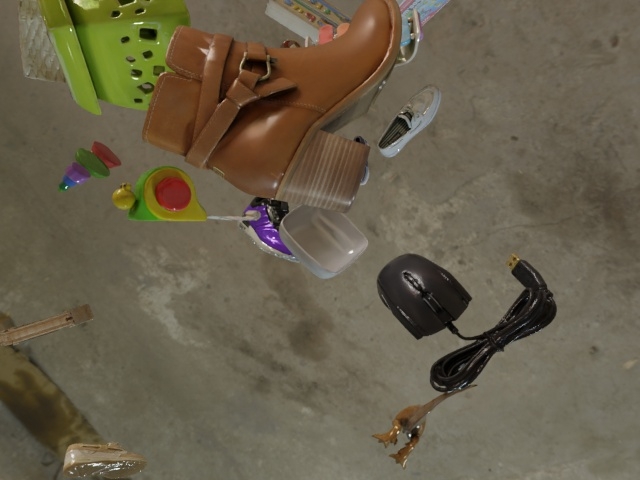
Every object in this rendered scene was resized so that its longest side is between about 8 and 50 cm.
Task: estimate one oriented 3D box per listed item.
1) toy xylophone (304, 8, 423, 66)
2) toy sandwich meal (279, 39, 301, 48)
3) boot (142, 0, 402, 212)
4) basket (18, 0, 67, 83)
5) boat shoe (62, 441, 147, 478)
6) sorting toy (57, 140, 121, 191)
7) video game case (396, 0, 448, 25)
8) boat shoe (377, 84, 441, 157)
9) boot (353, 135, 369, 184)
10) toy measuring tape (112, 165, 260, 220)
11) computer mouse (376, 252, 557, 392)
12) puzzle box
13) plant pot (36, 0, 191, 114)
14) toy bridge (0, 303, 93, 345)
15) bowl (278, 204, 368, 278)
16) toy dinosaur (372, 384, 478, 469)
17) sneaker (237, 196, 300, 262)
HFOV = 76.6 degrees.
[{"bbox_3d":[0.110,-0.544,1.106,0.323,0.236,0.081,-14,147,9],"label":"toy xylophone"},{"bbox_3d":[-0.096,-0.594,1.275,0.086,0.029,0.085,0,91,13],"label":"toy sandwich meal"},{"bbox_3d":[-0.042,-0.180,0.440,0.220,0.109,0.283,18,78,-6],"label":"boot"},{"bbox_3d":[-0.574,-0.426,0.882,0.113,0.103,0.167,4,113,-18],"label":"basket"},{"bbox_3d":[-0.430,0.439,0.822,0.063,0.059,0.170,-43,137,7],"label":"boat shoe"},{"bbox_3d":[-0.837,-0.246,1.442,0.126,0.365,0.127,-38,114,8],"label":"sorting toy"},{"bbox_3d":[0.363,-0.837,1.409,0.204,0.285,0.025,-33,86,41],"label":"video game case"},{"bbox_3d":[0.240,-0.321,1.090,0.083,0.076,0.226,39,105,16],"label":"boat shoe"},{"bbox_3d":[0.155,-0.323,1.639,0.069,0.086,0.189,-1,88,23],"label":"boot"},{"bbox_3d":[-0.274,-0.099,0.881,0.121,0.330,0.121,3,94,47],"label":"toy measuring tape"},{"bbox_3d":[0.171,0.056,0.541,0.184,0.262,0.060,-35,116,6],"label":"computer mouse"},{"bbox_3d":[0.031,-0.762,1.446,0.409,0.272,0.052,28,137,-10],"label":"puzzle box"},{"bbox_3d":[-0.365,-0.373,0.719,0.207,0.227,0.228,-19,73,-23],"label":"plant pot"},{"bbox_3d":[-0.420,0.131,0.591,0.188,0.063,0.026,-17,91,25],"label":"toy bridge"},{"bbox_3d":[0.000,0.000,0.736,0.142,0.142,0.053,45,134,8],"label":"bowl"},{"bbox_3d":[0.137,0.264,0.598,0.064,0.112,0.211,38,149,18],"label":"toy dinosaur"},{"bbox_3d":[-0.128,-0.052,1.136,0.102,0.293,0.146,23,99,-45],"label":"sneaker"}]
